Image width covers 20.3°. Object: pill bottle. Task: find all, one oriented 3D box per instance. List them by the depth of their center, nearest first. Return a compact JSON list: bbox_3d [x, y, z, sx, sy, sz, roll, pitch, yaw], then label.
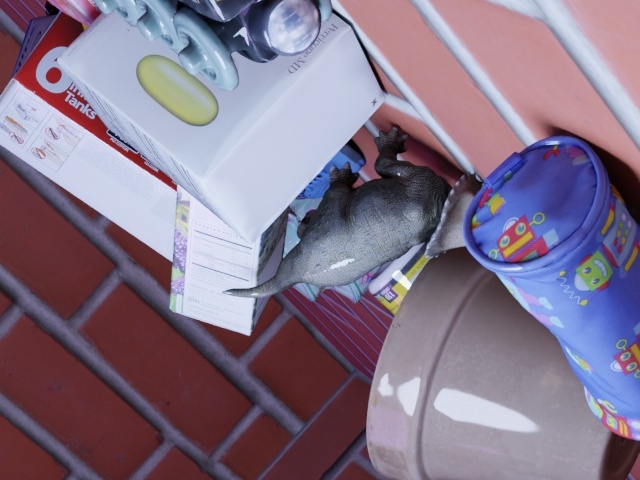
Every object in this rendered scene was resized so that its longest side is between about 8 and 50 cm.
[{"bbox_3d":[0.153,0.080,2.106,0.184,0.103,0.103,43,174,-3],"label":"pill bottle"}]

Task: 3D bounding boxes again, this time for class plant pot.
[{"bbox_3d":[0.203,0.153,1.787,0.229,0.263,0.263,20,164,26],"label":"plant pot"}]

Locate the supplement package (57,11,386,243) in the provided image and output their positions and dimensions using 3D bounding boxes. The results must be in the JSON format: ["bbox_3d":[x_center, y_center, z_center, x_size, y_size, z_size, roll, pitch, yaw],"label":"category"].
[{"bbox_3d":[-0.088,-0.148,1.641,0.203,0.194,0.149,39,172,26],"label":"supplement package"}]

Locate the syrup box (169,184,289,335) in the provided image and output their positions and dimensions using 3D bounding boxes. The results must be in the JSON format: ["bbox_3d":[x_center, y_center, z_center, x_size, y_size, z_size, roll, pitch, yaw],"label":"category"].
[{"bbox_3d":[-0.089,-0.023,1.816,0.096,0.093,0.237,17,136,10],"label":"syrup box"}]

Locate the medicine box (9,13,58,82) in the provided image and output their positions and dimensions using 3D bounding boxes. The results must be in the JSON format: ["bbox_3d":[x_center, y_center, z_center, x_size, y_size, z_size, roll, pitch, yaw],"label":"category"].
[{"bbox_3d":[-0.244,-0.170,2.244,0.263,0.149,0.289,19,180,-18],"label":"medicine box"}]

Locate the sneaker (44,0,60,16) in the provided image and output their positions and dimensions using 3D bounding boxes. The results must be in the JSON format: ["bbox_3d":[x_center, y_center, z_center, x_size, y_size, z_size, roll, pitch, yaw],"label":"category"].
[{"bbox_3d":[-0.323,-0.305,2.422,0.078,0.106,0.234,42,174,11],"label":"sneaker"}]

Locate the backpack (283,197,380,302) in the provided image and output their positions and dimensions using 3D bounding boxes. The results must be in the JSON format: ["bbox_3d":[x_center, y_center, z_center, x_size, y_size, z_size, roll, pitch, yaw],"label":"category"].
[{"bbox_3d":[0.001,-0.006,2.306,0.188,0.144,0.166,35,165,34],"label":"backpack"}]

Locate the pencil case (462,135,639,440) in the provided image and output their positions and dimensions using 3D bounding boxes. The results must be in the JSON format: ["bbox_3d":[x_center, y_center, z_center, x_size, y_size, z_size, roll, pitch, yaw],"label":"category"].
[{"bbox_3d":[0.218,0.043,1.400,0.133,0.119,0.306,48,179,45],"label":"pencil case"}]

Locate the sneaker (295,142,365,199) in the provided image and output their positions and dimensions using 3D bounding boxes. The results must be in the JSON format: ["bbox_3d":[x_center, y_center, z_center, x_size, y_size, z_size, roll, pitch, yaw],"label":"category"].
[{"bbox_3d":[-0.002,-0.081,2.085,0.069,0.082,0.209,44,172,0],"label":"sneaker"}]

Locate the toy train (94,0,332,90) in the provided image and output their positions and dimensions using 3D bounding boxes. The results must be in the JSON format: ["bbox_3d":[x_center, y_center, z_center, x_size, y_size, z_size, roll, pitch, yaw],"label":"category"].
[{"bbox_3d":[-0.116,-0.252,1.455,0.334,0.142,0.190,37,160,52],"label":"toy train"}]

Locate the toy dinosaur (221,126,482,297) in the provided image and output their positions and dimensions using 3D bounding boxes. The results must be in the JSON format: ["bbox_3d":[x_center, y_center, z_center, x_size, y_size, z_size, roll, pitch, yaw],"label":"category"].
[{"bbox_3d":[0.042,-0.016,1.708,0.160,0.313,0.121,-92,-13,-67],"label":"toy dinosaur"}]

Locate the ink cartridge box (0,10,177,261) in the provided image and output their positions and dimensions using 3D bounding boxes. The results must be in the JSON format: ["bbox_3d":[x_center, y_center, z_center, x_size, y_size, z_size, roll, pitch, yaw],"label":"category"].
[{"bbox_3d":[-0.173,-0.155,2.004,0.309,0.272,0.130,34,144,-10],"label":"ink cartridge box"}]

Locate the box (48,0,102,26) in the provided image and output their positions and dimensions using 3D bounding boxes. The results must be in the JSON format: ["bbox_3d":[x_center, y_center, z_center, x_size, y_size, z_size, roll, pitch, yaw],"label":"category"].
[{"bbox_3d":[-0.266,-0.345,1.643,0.300,0.142,0.154,47,173,-36],"label":"box"}]
